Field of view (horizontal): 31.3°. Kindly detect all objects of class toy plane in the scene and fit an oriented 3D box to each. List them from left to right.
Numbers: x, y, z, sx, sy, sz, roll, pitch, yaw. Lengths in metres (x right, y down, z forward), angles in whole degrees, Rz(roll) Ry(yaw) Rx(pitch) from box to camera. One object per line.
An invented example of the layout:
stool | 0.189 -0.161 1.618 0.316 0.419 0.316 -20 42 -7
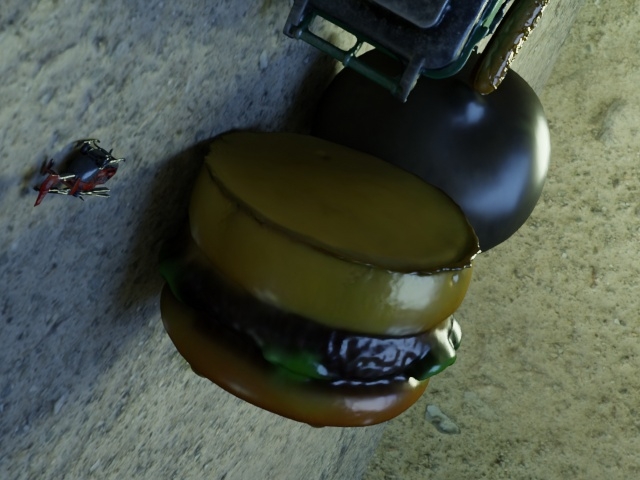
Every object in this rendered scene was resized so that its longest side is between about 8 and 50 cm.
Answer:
toy plane | -0.239 -0.065 1.139 0.060 0.037 0.145 -56 171 17

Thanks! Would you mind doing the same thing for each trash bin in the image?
trash bin | 0.138 -0.350 1.479 0.295 0.259 0.381 -62 169 14

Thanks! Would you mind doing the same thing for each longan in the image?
longan | 0.163 -0.135 1.709 0.361 0.361 0.361 -55 163 -26

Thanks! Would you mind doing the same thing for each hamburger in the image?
hamburger | -0.020 0.052 1.456 0.395 0.395 0.278 -32 145 -62

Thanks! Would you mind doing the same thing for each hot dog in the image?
hot dog | 0.254 -0.271 1.540 0.165 0.045 0.071 -58 176 5
